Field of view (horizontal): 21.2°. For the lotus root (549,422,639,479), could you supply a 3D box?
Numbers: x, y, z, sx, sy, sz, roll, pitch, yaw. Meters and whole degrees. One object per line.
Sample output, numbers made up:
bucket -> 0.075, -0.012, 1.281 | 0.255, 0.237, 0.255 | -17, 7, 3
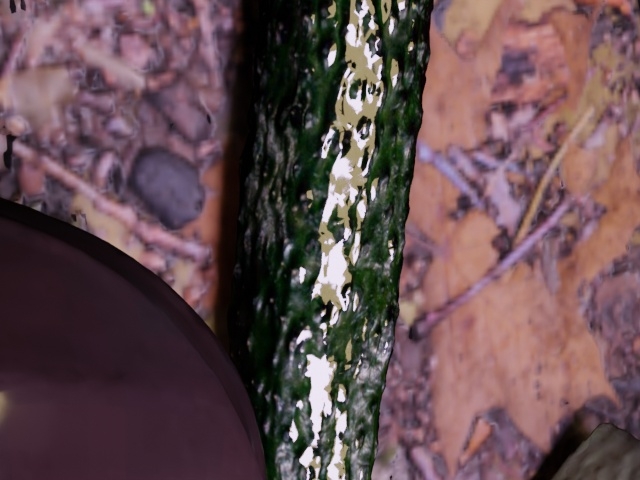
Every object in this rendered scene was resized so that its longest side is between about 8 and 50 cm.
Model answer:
lotus root -> 0.144, 0.246, 0.658 | 0.260, 0.267, 0.149 | -48, 125, -12

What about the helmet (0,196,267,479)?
helmet -> -0.140, 0.099, 0.482 | 0.305, 0.177, 0.225 | -18, 107, -35

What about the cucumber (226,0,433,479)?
cucumber -> 0.000, 0.000, 0.643 | 0.067, 0.067, 0.294 | 4, 94, -36
